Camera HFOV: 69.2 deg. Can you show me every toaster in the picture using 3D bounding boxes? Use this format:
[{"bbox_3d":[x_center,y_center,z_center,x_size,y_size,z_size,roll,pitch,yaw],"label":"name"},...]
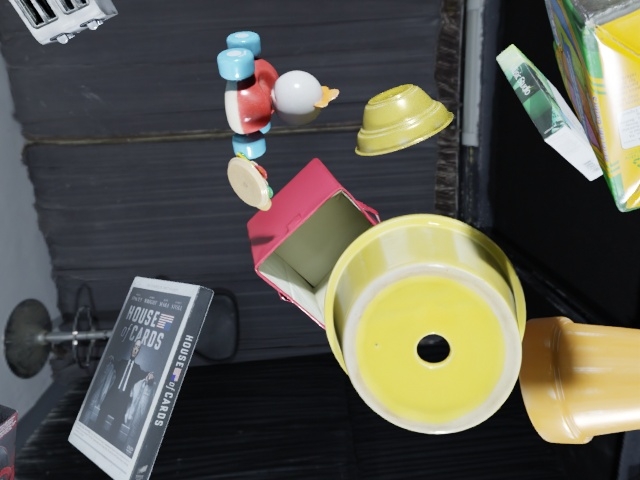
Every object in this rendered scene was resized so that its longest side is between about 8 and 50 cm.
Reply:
[{"bbox_3d":[-0.559,-0.534,0.990,0.110,0.168,0.186,-100,168,-57],"label":"toaster"}]

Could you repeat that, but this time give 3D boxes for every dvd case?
[{"bbox_3d":[-0.238,0.168,0.610,0.029,0.179,0.239,31,68,-43],"label":"dvd case"}]

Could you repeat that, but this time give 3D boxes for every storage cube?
[{"bbox_3d":[0.000,0.000,0.820,0.183,0.215,0.193,43,9,-26],"label":"storage cube"}]

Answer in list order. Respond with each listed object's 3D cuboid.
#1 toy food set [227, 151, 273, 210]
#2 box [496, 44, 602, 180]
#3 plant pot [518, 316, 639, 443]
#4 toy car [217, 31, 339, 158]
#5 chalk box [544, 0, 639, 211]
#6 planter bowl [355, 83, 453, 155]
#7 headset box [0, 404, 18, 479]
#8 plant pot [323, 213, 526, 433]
[{"bbox_3d":[-0.101,-0.084,0.665,0.020,0.083,0.083,-41,164,-32],"label":"toy food set"},{"bbox_3d":[0.568,-0.319,1.144,0.058,0.232,0.322,-40,-137,34],"label":"box"},{"bbox_3d":[0.452,0.219,0.744,0.205,0.188,0.205,18,65,-42],"label":"plant pot"},{"bbox_3d":[-0.079,-0.317,1.010,0.210,0.237,0.219,-89,177,-49],"label":"toy car"},{"bbox_3d":[0.302,-0.200,0.396,0.179,0.180,0.289,53,34,-34],"label":"chalk box"},{"bbox_3d":[0.159,-0.266,0.974,0.217,0.217,0.090,-95,162,-65],"label":"planter bowl"},{"bbox_3d":[-0.651,0.431,0.793,0.218,0.110,0.293,-56,161,-73],"label":"headset box"},{"bbox_3d":[0.120,0.096,0.542,0.239,0.253,0.254,-23,109,-80],"label":"plant pot"}]
